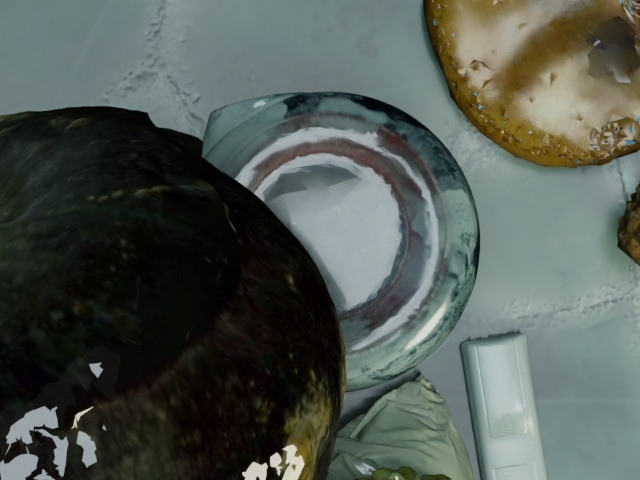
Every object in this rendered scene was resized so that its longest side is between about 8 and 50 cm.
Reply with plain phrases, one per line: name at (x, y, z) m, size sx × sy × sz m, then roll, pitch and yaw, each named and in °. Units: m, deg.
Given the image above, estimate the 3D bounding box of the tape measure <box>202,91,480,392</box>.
tape measure at (0.000, 0.000, 1.688) m, size 0.275 × 0.147 × 0.256 m, roll 17°, pitch 87°, yaw 5°

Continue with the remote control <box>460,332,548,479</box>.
remote control at (0.164, 0.165, 1.735) m, size 0.061 × 0.029 × 0.162 m, roll -10°, pitch 88°, yaw 2°

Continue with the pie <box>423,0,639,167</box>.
pie at (0.217, -0.197, 1.726) m, size 0.273 × 0.069 × 0.273 m, roll 0°, pitch 90°, yaw 0°

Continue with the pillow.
pillow at (0.050, 0.287, 1.652) m, size 0.283 × 0.138 × 0.310 m, roll -17°, pitch 90°, yaw -37°

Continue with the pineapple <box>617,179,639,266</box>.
pineapple at (0.346, -0.074, 1.700) m, size 0.111 × 0.119 × 0.237 m, roll 26°, pitch 93°, yaw 3°

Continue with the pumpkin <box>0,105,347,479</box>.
pumpkin at (-0.201, 0.111, 1.453) m, size 0.454 × 0.454 × 0.344 m, roll -26°, pitch 130°, yaw 0°

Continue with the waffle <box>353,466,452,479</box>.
waffle at (0.071, 0.285, 1.546) m, size 0.208 × 0.054 × 0.214 m, roll 0°, pitch 81°, yaw -40°
